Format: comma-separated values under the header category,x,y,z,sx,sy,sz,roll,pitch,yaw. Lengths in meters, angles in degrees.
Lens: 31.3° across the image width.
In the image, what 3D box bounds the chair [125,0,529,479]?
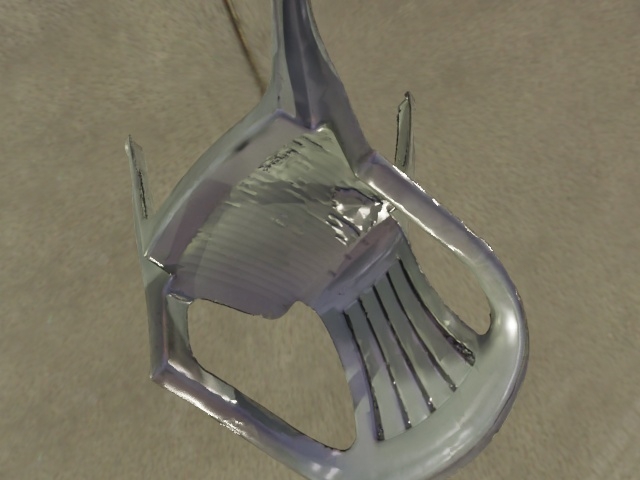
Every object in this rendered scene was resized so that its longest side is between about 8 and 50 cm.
category,x,y,z,sx,sy,sz,roll,pitch,yaw
chair,0.000,0.000,0.722,0.190,0.275,0.203,32,120,-29
